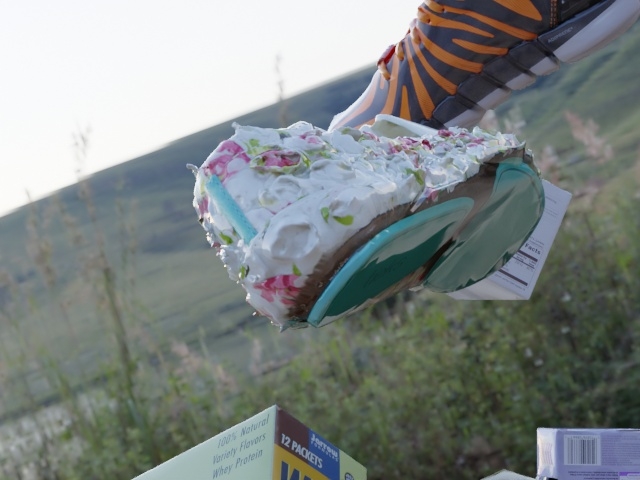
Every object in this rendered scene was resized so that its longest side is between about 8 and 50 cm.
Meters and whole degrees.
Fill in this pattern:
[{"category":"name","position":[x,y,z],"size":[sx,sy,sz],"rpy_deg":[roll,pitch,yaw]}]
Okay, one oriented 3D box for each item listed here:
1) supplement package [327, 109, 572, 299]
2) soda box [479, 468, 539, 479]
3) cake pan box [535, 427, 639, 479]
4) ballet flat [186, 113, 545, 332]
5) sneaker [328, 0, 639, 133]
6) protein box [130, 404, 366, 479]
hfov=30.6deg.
[{"category":"supplement package","position":[0.129,-0.046,1.432],"size":[0.145,0.262,0.204],"rpy_deg":[-65,15,-10]},{"category":"soda box","position":[0.143,0.181,0.645],"size":[0.061,0.058,0.181],"rpy_deg":[-17,12,-30]},{"category":"cake pan box","position":[0.423,0.385,1.635],"size":[0.267,0.245,0.070],"rpy_deg":[2,-8,-17]},{"category":"ballet flat","position":[0.029,-0.020,0.479],"size":[0.091,0.077,0.241],"rpy_deg":[-54,-18,17]},{"category":"sneaker","position":[0.094,-0.191,0.960],"size":[0.321,0.180,0.124],"rpy_deg":[-33,23,32]},{"category":"protein box","position":[-0.073,0.298,1.069],"size":[0.200,0.136,0.201],"rpy_deg":[-31,36,28]}]
